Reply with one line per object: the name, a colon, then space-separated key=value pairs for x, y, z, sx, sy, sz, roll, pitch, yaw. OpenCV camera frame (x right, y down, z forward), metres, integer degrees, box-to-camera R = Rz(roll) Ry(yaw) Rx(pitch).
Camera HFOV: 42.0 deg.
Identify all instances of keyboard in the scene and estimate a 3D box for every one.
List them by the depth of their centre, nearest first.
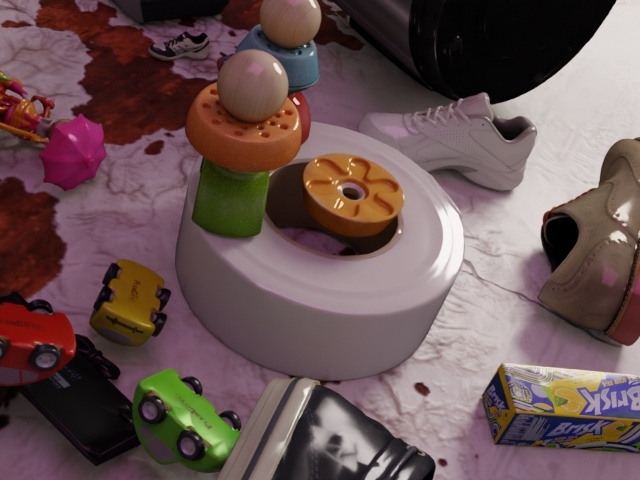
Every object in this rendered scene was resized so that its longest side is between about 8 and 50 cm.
keyboard: x=-0.216 y=0.109 z=0.691 sx=0.180 sy=0.023 sz=0.108 roll=40 pitch=21 yaw=15

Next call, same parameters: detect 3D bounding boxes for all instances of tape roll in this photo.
tape roll: x=0.000 y=0.000 z=0.848 sx=0.286 sy=0.100 sz=0.286 roll=10 pitch=41 yaw=-9

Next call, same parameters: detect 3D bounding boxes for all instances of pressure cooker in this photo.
pressure cooker: x=0.180 y=-0.440 z=1.171 sx=0.420 sy=0.375 sz=0.370 roll=50 pitch=8 yaw=34

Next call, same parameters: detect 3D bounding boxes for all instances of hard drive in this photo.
hard drive: x=-0.257 y=-0.404 z=1.221 sx=0.172 sy=0.054 sz=0.255 roll=-17 pitch=53 yaw=-34

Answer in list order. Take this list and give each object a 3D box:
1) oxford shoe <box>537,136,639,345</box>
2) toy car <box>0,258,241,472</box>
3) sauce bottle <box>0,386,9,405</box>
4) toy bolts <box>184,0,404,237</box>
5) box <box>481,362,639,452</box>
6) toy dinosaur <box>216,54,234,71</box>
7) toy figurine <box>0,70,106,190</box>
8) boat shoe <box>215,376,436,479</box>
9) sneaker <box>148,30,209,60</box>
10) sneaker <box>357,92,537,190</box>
oxford shoe: x=0.336 y=-0.032 z=0.996 sx=0.130 sy=0.123 sz=0.348 roll=19 pitch=40 yaw=8
toy car: x=-0.155 y=0.112 z=0.666 sx=0.225 sy=0.053 sz=0.239 roll=40 pitch=22 yaw=15
sauce bottle: x=-0.313 y=0.100 z=0.665 sx=0.128 sy=0.042 sz=0.042 roll=26 pitch=42 yaw=8
toy bolts: x=-0.015 y=-0.130 z=0.786 sx=0.218 sy=0.158 sz=0.228 roll=8 pitch=42 yaw=-12
box: x=0.246 y=0.162 z=0.800 sx=0.168 sy=0.054 sz=0.059 roll=7 pitch=43 yaw=-14
toy dinosaur: x=-0.100 y=-0.239 z=1.130 sx=0.082 sy=0.047 sz=0.090 roll=-1 pitch=11 yaw=-9
toy figurine: x=-0.303 y=-0.116 z=0.877 sx=0.159 sy=0.130 sz=0.173 roll=25 pitch=15 yaw=-14
boat shoe: x=-0.033 y=0.279 z=0.475 sx=0.156 sy=0.187 sz=0.500 roll=18 pitch=36 yaw=7
sneaker: x=-0.188 y=-0.262 z=1.107 sx=0.083 sy=0.037 sz=0.032 roll=-10 pitch=51 yaw=-27
sneaker: x=0.164 y=-0.144 z=1.051 sx=0.232 sy=0.115 sz=0.090 roll=8 pitch=42 yaw=-12
